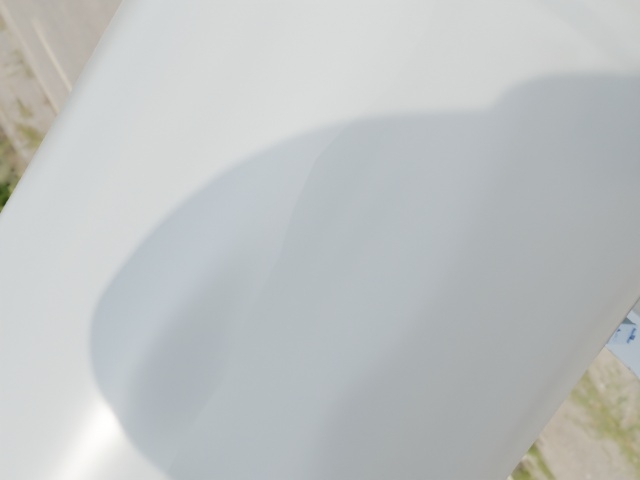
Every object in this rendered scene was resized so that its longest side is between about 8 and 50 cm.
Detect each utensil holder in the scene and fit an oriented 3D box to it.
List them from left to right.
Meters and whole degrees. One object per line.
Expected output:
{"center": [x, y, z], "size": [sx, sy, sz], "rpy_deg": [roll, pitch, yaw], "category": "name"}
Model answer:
{"center": [0.000, 0.000, 0.621], "size": [0.328, 0.385, 0.327], "rpy_deg": [32, -170, -6], "category": "utensil holder"}

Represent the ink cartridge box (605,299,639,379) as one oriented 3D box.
{"center": [0.286, 0.024, 0.973], "size": [0.191, 0.139, 0.082], "rpy_deg": [45, 156, 19], "category": "ink cartridge box"}
